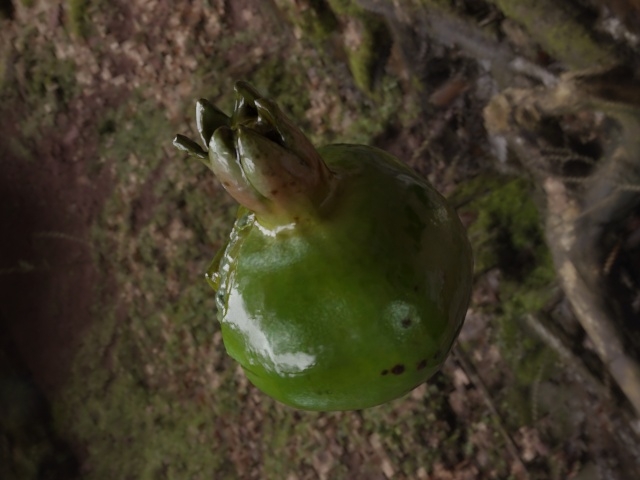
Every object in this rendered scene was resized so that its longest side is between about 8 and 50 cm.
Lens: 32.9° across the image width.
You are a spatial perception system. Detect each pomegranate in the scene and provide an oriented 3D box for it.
[{"bbox_3d":[0.000,0.000,0.887,0.236,0.236,0.302,45,164,50],"label":"pomegranate"}]
